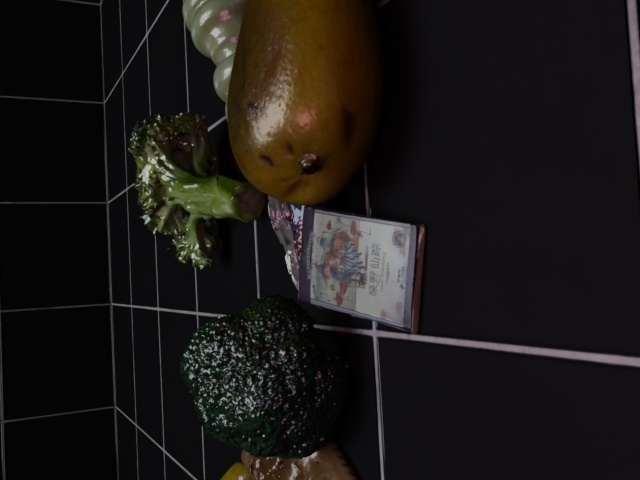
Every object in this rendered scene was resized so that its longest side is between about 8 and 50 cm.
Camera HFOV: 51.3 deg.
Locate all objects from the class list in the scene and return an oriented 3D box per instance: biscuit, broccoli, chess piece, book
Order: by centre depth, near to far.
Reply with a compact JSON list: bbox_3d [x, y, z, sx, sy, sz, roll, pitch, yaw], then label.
[{"bbox_3d":[0.053,0.039,1.001,0.231,0.026,0.158,12,102,43],"label":"book"},{"bbox_3d":[-0.093,0.223,1.148,0.297,0.297,0.298,-99,15,-72],"label":"broccoli"},{"bbox_3d":[-0.047,0.423,1.211,0.217,0.044,0.325,-60,36,15],"label":"biscuit"},{"bbox_3d":[-0.155,-0.347,1.334,0.182,0.182,0.331,-47,55,54],"label":"chess piece"},{"bbox_3d":[-0.297,-0.153,1.556,0.353,0.275,0.397,42,158,-7],"label":"broccoli"}]

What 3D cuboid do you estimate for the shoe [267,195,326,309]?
[{"bbox_3d":[0.000,0.000,1.134,0.099,0.125,0.228,-58,-54,-75],"label":"shoe"}]

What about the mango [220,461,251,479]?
[{"bbox_3d":[-0.196,0.632,1.512,0.176,0.119,0.317,-128,48,-61],"label":"mango"}]

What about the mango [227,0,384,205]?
[{"bbox_3d":[-0.024,-0.278,1.023,0.301,0.220,0.446,145,129,-66],"label":"mango"}]
